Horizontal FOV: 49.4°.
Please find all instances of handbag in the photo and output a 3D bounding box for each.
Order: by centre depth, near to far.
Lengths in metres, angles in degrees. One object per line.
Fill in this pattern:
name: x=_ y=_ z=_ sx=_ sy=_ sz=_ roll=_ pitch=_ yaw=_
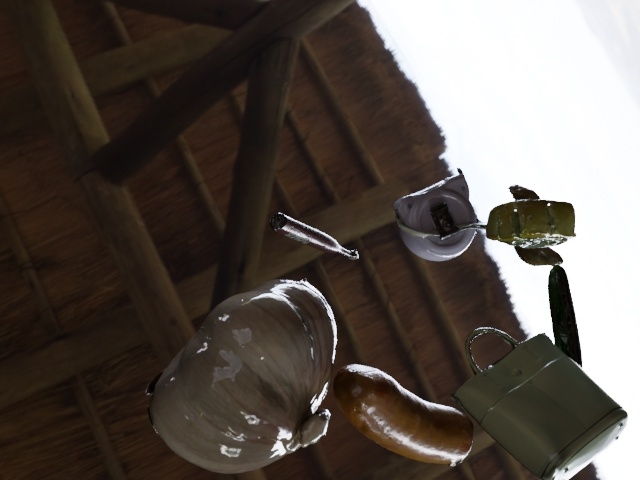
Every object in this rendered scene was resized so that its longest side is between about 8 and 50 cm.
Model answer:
handbag: x=0.390 y=0.288 z=1.307 sx=0.315 sy=0.241 sz=0.109 roll=44 pitch=155 yaw=42

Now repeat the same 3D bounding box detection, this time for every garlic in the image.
garlic: x=-0.098 y=0.198 z=1.046 sx=0.241 sy=0.322 sz=0.322 roll=48 pitch=-151 yaw=-9

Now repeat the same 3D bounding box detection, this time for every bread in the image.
bread: x=0.308 y=-0.021 z=1.034 sx=0.156 sy=0.118 sz=0.064 roll=45 pitch=-131 yaw=-82

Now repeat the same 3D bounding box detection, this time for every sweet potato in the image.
sweet potato: x=0.549 y=-0.022 z=1.822 sx=0.124 sy=0.098 sz=0.310 roll=96 pitch=173 yaw=-47

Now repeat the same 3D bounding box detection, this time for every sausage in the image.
sausage: x=0.124 y=0.274 z=1.089 sx=0.271 sy=0.109 sz=0.108 roll=34 pitch=-144 yaw=-30

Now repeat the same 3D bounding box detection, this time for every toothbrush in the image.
toothbrush: x=0.000 y=0.001 z=1.494 sx=0.364 sy=0.041 sz=0.040 roll=24 pitch=-137 yaw=-59

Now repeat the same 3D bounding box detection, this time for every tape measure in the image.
tape measure: x=0.274 y=-0.045 z=1.583 sx=0.178 sy=0.196 sz=0.105 roll=62 pitch=166 yaw=-4

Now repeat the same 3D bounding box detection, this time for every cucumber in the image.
cucumber: x=0.496 y=0.189 z=1.405 sx=0.056 sy=0.056 sz=0.284 roll=-3 pitch=-93 yaw=-60
